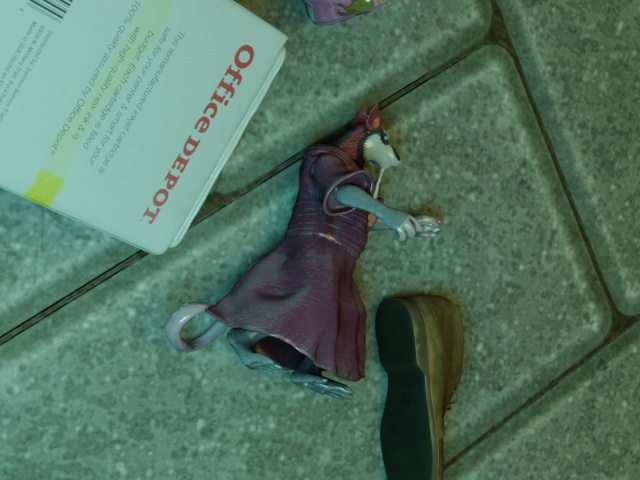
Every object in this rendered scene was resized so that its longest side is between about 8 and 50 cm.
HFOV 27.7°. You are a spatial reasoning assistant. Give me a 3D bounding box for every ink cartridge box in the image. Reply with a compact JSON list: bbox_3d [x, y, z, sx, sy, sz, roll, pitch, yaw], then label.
[{"bbox_3d":[-0.265,-0.188,1.317,0.384,0.160,0.279,28,95,-41],"label":"ink cartridge box"}]

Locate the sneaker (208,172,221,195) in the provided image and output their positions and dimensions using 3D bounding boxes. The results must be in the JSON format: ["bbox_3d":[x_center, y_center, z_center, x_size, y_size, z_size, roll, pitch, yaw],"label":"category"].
[{"bbox_3d":[-0.148,-0.179,1.544,0.108,0.100,0.272,19,79,-62],"label":"sneaker"}]

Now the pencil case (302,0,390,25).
[{"bbox_3d":[-0.016,-0.443,1.533,0.167,0.160,0.386,-45,117,-42],"label":"pencil case"}]

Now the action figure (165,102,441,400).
[{"bbox_3d":[0.000,0.000,1.626,0.275,0.248,0.370,10,76,12],"label":"action figure"}]

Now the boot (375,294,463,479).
[{"bbox_3d":[0.149,0.223,1.748,0.115,0.112,0.305,-6,97,-39],"label":"boot"}]
